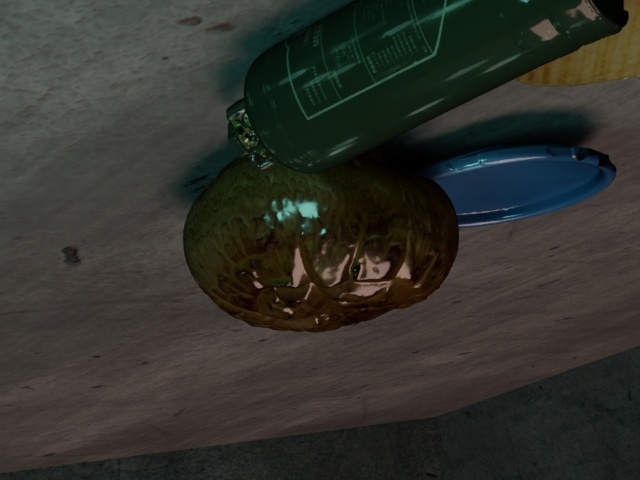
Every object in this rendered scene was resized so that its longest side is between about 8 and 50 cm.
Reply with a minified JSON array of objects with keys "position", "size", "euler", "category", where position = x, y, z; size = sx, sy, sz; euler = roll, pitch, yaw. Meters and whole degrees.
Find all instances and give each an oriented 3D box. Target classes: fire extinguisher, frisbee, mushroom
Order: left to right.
[{"position":[0.000,0.000,1.110],"size":[0.253,0.153,0.253],"euler":[-3,160,-1],"category":"mushroom"},{"position":[0.044,-0.120,0.831],"size":[0.311,0.095,0.114],"euler":[-25,-157,31],"category":"fire extinguisher"},{"position":[0.172,-0.061,1.242],"size":[0.242,0.045,0.242],"euler":[-6,165,-2],"category":"frisbee"}]

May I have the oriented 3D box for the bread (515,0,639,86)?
[{"position":[0.253,-0.179,0.897],"size":[0.267,0.040,0.267],"euler":[-14,166,-4],"category":"bread"}]
